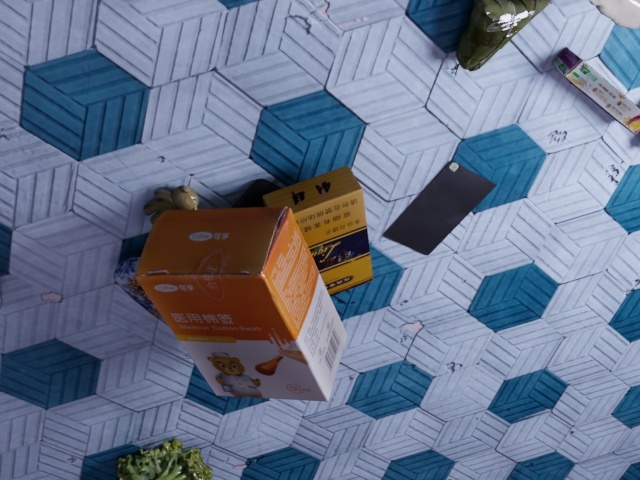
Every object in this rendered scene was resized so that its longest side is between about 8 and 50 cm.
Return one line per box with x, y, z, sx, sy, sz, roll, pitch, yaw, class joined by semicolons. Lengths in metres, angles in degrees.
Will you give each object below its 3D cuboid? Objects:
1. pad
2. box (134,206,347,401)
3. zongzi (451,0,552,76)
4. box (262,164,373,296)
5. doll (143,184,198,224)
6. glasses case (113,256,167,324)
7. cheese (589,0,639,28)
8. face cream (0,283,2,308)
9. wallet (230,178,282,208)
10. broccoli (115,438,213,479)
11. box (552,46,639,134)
0.211;-0.053;1.619;0.116;0.004;0.193;23;121;-32;pad
-0.116;0.105;1.462;0.225;0.143;0.341;-1;137;22;box
0.272;-0.300;1.386;0.130;0.062;0.154;-10;140;-24;zongzi
0.000;0.000;1.512;0.152;0.070;0.237;-20;138;-10;box
-0.238;-0.056;1.450;0.093;0.051;0.061;-27;108;5;doll
-0.251;0.106;1.571;0.087;0.065;0.248;-12;141;31;glasses case
0.458;-0.448;1.203;0.292;0.153;0.332;11;141;-19;cheese
-0.538;0.020;1.412;0.075;0.075;0.229;-2;131;-15;face cream
-0.121;0.010;1.552;0.149;0.044;0.250;29;118;-31;wallet
-0.294;0.503;1.838;0.180;0.242;0.273;-30;144;-20;broccoli
0.460;-0.242;1.492;0.207;0.050;0.041;28;117;-35;box
